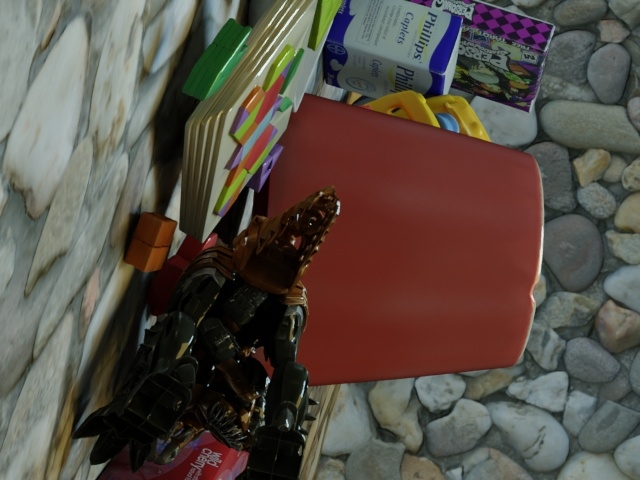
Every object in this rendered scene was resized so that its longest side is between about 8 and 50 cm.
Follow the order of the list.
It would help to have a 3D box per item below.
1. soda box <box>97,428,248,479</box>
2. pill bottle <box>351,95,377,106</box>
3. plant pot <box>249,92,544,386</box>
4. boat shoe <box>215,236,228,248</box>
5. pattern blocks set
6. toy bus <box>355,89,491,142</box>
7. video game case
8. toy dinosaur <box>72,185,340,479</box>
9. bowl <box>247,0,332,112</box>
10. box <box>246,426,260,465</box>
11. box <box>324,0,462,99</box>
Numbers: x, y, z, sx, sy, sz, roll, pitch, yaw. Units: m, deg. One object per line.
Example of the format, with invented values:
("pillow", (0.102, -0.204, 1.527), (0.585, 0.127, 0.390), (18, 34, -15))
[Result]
("soda box", (-0.121, 0.200, 1.626), (0.263, 0.083, 0.092), (-55, 161, -71))
("pill bottle", (0.068, -0.108, 2.383), (0.219, 0.123, 0.122), (-57, 162, -73))
("plant pot", (0.062, 0.008, 1.745), (0.275, 0.243, 0.275), (-175, -90, -86))
("boat shoe", (-0.086, 0.053, 1.655), (0.178, 0.060, 0.064), (97, 11, -57))
("pattern blocks set", (-0.055, -0.086, 1.426), (0.285, 0.026, 0.325), (-59, 171, -17))
("toy bus", (0.073, -0.087, 2.019), (0.211, 0.220, 0.149), (74, -8, -68))
("video game case", (0.153, -0.235, 2.308), (0.210, 0.232, 0.041), (88, 22, -74))
("toy dinosaur", (-0.075, 0.072, 1.426), (0.322, 0.164, 0.218), (96, 5, -45))
("bowl", (-0.023, -0.194, 1.613), (0.142, 0.053, 0.142), (98, 9, -59))
("box", (-0.105, 0.216, 1.985), (0.220, 0.051, 0.175), (-68, 172, -50))
("box", (0.078, -0.205, 2.128), (0.126, 0.137, 0.072), (88, 19, -72))
